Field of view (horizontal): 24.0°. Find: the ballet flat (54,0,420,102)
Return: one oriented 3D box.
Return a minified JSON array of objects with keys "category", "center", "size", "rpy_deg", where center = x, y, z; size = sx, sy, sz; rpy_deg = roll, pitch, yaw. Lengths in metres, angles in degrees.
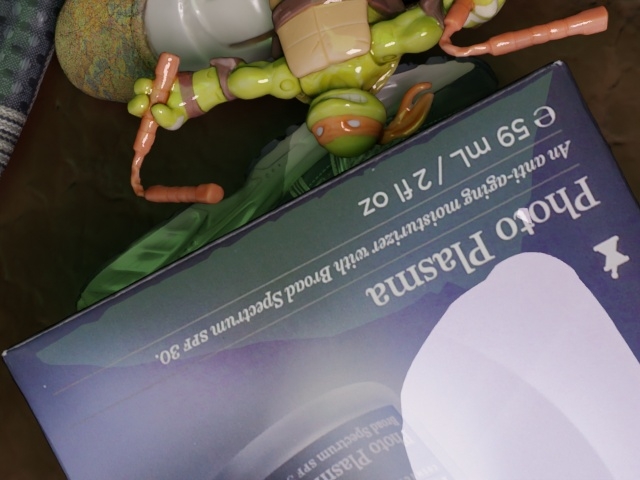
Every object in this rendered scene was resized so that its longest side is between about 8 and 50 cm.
[{"category":"ballet flat","center":[-0.005,-0.166,0.913],"size":[0.348,0.123,0.123],"rpy_deg":[-21,71,5]}]

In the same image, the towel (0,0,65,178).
[{"category":"towel","center":[-0.319,-0.187,1.049],"size":[0.324,0.056,0.312],"rpy_deg":[16,82,15]}]

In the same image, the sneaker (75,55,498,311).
[{"category":"sneaker","center":[0.000,0.000,0.899],"size":[0.283,0.110,0.122],"rpy_deg":[-37,87,5]}]

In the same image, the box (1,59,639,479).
[{"category":"box","center":[0.054,0.109,0.756],"size":[0.296,0.183,0.294],"rpy_deg":[-28,91,5]}]

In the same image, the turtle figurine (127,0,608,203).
[{"category":"turtle figurine","center":[0.014,-0.132,0.800],"size":[0.269,0.087,0.217],"rpy_deg":[-19,67,24]}]
